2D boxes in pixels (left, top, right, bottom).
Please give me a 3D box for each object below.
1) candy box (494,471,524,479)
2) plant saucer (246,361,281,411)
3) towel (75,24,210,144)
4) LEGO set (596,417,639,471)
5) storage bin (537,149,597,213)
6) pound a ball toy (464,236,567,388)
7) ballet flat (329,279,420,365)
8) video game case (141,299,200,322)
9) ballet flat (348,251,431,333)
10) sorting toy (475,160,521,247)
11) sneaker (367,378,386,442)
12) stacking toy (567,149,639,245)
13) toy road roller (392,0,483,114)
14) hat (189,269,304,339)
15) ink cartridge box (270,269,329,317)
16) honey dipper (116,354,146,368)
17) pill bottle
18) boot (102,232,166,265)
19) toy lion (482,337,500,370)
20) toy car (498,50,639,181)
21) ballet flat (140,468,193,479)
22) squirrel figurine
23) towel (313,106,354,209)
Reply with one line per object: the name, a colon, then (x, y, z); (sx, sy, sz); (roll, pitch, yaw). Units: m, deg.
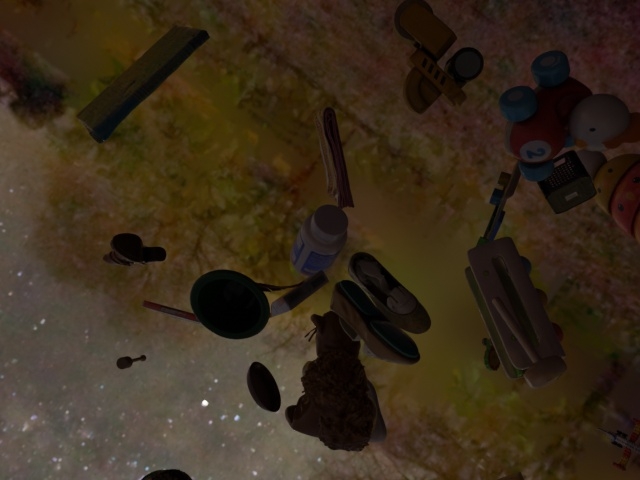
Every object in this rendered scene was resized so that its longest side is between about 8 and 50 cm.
candy box: (0.469, 0.813, 1.760); (0.088, 0.316, 0.183); (62, -165, -2)
plant saucer: (-0.182, 0.462, 1.864); (0.168, 0.029, 0.168); (54, -165, -21)
towel: (-0.451, -0.402, 1.500); (0.040, 0.370, 0.271); (49, 173, -36)
LEGO set: (0.684, 0.444, 1.221); (0.060, 0.244, 0.183); (27, -141, -23)
storage bin: (0.665, -0.154, 1.622); (0.180, 0.122, 0.084); (27, -142, -54)
pound a ball toy: (0.416, 0.146, 1.222); (0.208, 0.135, 0.319); (66, -174, -65)
ballet flat: (0.088, 0.156, 1.028); (0.080, 0.073, 0.232); (9, -156, -34)
video game case: (-0.407, 0.253, 1.920); (0.285, 0.025, 0.204); (8, 164, 33)
ballet flat: (0.215, 0.162, 1.923); (0.348, 0.123, 0.123); (44, -176, 27)
sorting toy: (0.478, -0.114, 1.589); (0.047, 0.348, 0.196); (24, 142, 12)
sneaker: (0.149, 0.619, 2.223); (0.123, 0.106, 0.290); (4, -147, -19)
stacking toy: (0.977, -0.150, 1.858); (0.480, 0.351, 0.350); (39, -178, 43)
toy road roller: (0.307, -0.524, 1.776); (0.329, 0.240, 0.202); (43, -168, -3)
hat: (-0.179, 0.112, 1.379); (0.208, 0.173, 0.184); (47, -157, -16)
ink cartridge box: (-0.076, 0.145, 1.586); (0.045, 0.145, 0.179); (59, 147, -5)
honey dipper: (-0.486, 0.314, 1.551); (0.030, 0.030, 0.161); (36, 176, 7)
pill bottle: (0.000, 0.000, 1.927); (0.152, 0.152, 0.272); (36, 148, 4)
boot: (-0.541, 0.035, 1.630); (0.152, 0.073, 0.197); (-6, 162, 25)
toy lion: (0.505, 0.328, 1.730); (0.100, 0.096, 0.034); (-1, 174, -44)
toy car: (0.517, -0.227, 1.196); (0.238, 0.210, 0.219); (33, 164, 47)
ballet flat: (-0.223, 0.581, 0.875); (0.182, 0.483, 0.164); (24, -163, 40)
squirrel figurine: (0.060, 0.397, 1.755); (0.280, 0.371, 0.397); (7, -179, -6)
towel: (0.023, -0.214, 1.509); (0.329, 0.037, 0.237); (-117, 15, -78)
